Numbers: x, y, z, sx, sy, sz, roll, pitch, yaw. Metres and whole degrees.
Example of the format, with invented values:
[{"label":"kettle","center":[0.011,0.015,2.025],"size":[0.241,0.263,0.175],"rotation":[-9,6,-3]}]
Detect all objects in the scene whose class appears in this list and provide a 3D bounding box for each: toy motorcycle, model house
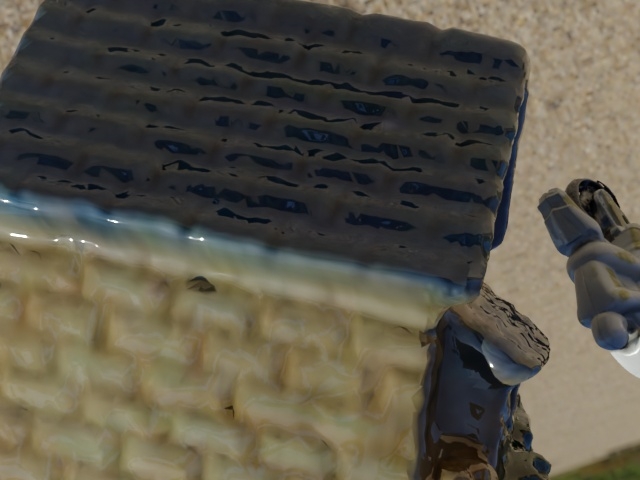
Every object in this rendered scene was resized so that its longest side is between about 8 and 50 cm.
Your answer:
[{"label":"toy motorcycle","center":[0.277,0.046,1.159],"size":[0.151,0.228,0.074],"rotation":[-27,173,-47]},{"label":"model house","center":[0.000,0.000,0.941],"size":[0.395,0.400,0.445],"rotation":[8,-172,14]}]
